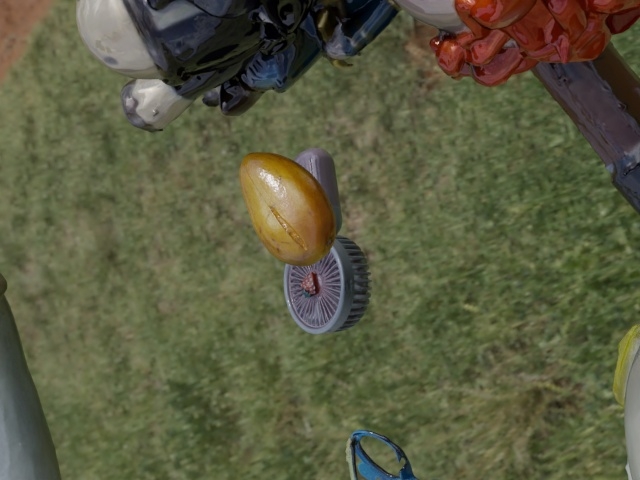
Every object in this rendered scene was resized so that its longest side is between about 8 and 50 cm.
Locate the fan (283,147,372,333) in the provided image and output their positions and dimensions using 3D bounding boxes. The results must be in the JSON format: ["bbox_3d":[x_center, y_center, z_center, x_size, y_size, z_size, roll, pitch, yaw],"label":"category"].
[{"bbox_3d":[0.000,0.000,1.501,0.130,0.074,0.244,-20,75,51],"label":"fan"}]

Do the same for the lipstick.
[{"bbox_3d":[0.234,-0.113,0.934,0.418,0.077,0.077,51,139,1],"label":"lipstick"}]

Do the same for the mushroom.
[{"bbox_3d":[-0.281,0.139,0.953,0.118,0.103,0.270,-161,61,-67],"label":"mushroom"}]

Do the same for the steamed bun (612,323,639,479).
[{"bbox_3d":[0.449,0.197,1.051,0.334,0.334,0.374,-31,63,51],"label":"steamed bun"}]

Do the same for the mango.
[{"bbox_3d":[-0.025,-0.023,0.790,0.060,0.046,0.089,-43,83,28],"label":"mango"}]

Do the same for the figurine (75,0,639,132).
[{"bbox_3d":[0.027,-0.191,0.759,0.411,0.306,0.241,-16,79,9],"label":"figurine"}]

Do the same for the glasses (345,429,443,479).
[{"bbox_3d":[0.115,0.379,1.680,0.239,0.207,0.102,34,107,15],"label":"glasses"}]
